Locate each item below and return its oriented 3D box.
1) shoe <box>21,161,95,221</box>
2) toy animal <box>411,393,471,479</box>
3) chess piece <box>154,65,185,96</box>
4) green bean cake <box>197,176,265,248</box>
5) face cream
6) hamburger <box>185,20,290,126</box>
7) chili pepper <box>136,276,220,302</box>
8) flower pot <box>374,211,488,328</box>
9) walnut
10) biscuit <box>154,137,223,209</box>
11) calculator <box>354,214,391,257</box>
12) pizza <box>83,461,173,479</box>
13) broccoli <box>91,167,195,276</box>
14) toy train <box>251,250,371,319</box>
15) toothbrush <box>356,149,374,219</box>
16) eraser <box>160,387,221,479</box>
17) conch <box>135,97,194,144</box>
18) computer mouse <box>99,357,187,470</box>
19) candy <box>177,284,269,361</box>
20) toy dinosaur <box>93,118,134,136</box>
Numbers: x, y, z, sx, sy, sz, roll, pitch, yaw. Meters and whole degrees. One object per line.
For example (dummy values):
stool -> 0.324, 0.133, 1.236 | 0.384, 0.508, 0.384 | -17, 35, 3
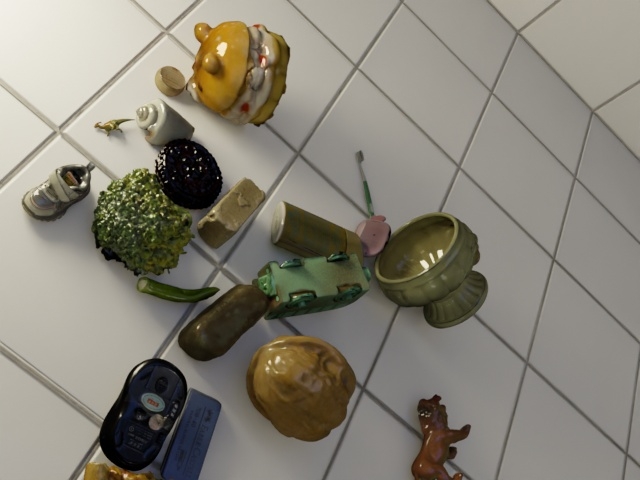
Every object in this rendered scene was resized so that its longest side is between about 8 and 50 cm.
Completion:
shoe -> -0.571, -0.113, 1.723 | 0.089, 0.092, 0.180 | 51, 46, -4
toy animal -> 0.301, 0.557, 2.062 | 0.157, 0.097, 0.312 | 28, 53, -8
chess piece -> -0.401, -0.426, 2.075 | 0.083, 0.038, 0.084 | 18, 55, -28
green bean cake -> -0.227, -0.072, 1.965 | 0.085, 0.109, 0.179 | 46, 47, -9
face cream -> 0.000, 0.000, 2.136 | 0.285, 0.067, 0.139 | 23, 55, -26
hamburger -> -0.232, -0.455, 2.075 | 0.236, 0.276, 0.277 | 12, 59, -32
chili pepper -> -0.332, 0.120, 1.813 | 0.201, 0.052, 0.050 | 12, 89, -36
flower pot -> 0.331, 0.093, 2.209 | 0.244, 0.307, 0.307 | 50, 43, -28
walnut -> -0.048, 0.334, 1.805 | 0.257, 0.257, 0.224 | 42, 14, -12
biscuit -> -0.333, -0.168, 1.972 | 0.194, 0.053, 0.195 | 19, 56, -31
calculator -> 0.151, -0.016, 2.259 | 0.103, 0.024, 0.166 | 9, 51, 14
pizza -> -0.334, 0.556, 1.525 | 0.226, 0.086, 0.336 | -31, 92, -37
broccoli -> -0.375, -0.056, 1.787 | 0.273, 0.180, 0.243 | -15, 75, -43
toy train -> -0.018, 0.117, 1.997 | 0.326, 0.159, 0.129 | -6, 67, -37
toothbrush -> 0.140, -0.161, 2.373 | 0.018, 0.024, 0.257 | 8, 63, -36
eraser -> -0.281, 0.429, 1.692 | 0.082, 0.036, 0.225 | 31, 50, -19
conch -> -0.402, -0.296, 1.989 | 0.176, 0.094, 0.104 | 36, 28, -57
computer mouse -> -0.372, 0.359, 1.615 | 0.137, 0.096, 0.233 | 35, 62, -18
candy -> -0.225, 0.190, 1.826 | 0.102, 0.104, 0.234 | 54, 46, -8
toy dinosaur -> -0.503, -0.283, 1.918 | 0.113, 0.026, 0.041 | -16, 60, -34
